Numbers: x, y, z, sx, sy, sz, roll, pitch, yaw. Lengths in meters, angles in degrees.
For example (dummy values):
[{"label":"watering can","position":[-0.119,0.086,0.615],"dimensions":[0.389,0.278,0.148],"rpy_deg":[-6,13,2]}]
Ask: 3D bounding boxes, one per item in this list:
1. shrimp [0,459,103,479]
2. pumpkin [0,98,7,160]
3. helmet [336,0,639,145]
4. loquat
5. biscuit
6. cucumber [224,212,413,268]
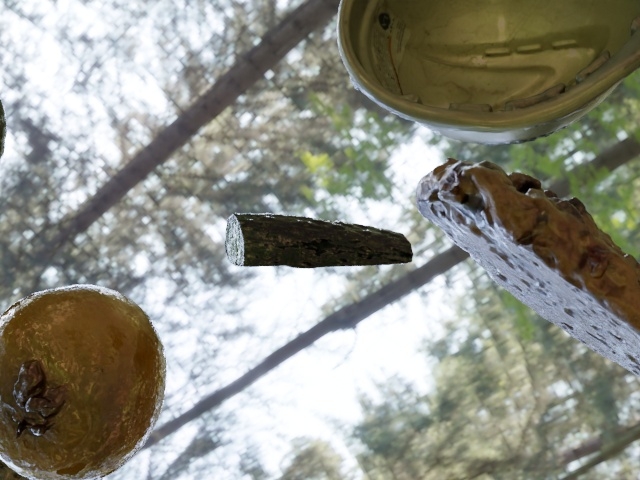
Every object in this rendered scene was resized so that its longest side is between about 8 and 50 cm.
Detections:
[{"label":"shrimp","position":[-0.386,0.241,1.170],"dimensions":[0.058,0.296,0.169],"rpy_deg":[-88,-14,-64]},{"label":"pumpkin","position":[-0.594,-0.152,1.515],"dimensions":[0.300,0.207,0.300],"rpy_deg":[-38,-45,-49]},{"label":"helmet","position":[0.153,-0.150,0.750],"dimensions":[0.137,0.258,0.204],"rpy_deg":[46,-150,-59]},{"label":"loquat","position":[-0.184,0.106,0.773],"dimensions":[0.137,0.163,0.163],"rpy_deg":[35,-148,12]},{"label":"biscuit","position":[0.239,0.029,0.994],"dimensions":[0.334,0.081,0.289],"rpy_deg":[38,178,-1]},{"label":"cucumber","position":[-0.001,-0.003,1.204],"dimensions":[0.211,0.078,0.062],"rpy_deg":[-2,-82,-22]}]
